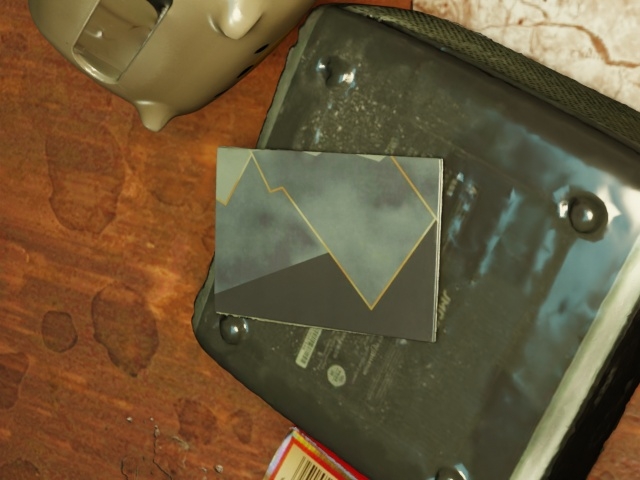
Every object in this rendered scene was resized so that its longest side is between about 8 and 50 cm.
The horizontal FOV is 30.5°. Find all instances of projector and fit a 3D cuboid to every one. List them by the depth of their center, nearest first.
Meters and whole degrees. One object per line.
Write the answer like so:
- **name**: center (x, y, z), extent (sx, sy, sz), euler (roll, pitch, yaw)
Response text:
- **projector**: center (0.118, 0.017, 1.127), extent (0.405, 0.242, 0.395), euler (32, 113, 25)

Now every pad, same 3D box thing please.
- **pad**: center (0.000, 0.000, 1.060), extent (0.243, 0.004, 0.163), euler (5, 97, 33)

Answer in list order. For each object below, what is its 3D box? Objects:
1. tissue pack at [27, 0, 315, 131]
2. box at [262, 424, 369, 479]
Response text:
- **tissue pack**: center (-0.129, -0.290, 1.129), extent (0.267, 0.276, 0.387), euler (33, 153, -15)
- **box**: center (0.121, 0.283, 1.189), extent (0.313, 0.197, 0.089), euler (37, 114, 21)
